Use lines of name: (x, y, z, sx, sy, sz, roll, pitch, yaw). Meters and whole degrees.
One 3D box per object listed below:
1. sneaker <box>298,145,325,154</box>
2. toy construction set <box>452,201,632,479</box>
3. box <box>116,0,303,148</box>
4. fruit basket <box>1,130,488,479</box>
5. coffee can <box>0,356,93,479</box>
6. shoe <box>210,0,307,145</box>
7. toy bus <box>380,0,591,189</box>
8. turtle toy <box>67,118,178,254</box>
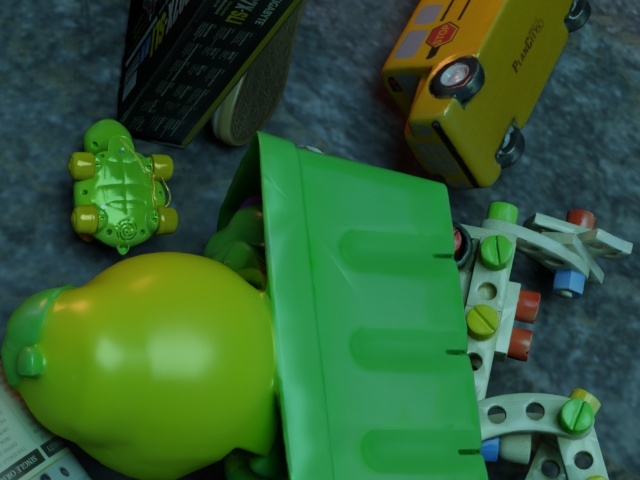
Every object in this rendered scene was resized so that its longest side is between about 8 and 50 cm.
sneaker: (0.000, 0.000, 1.542, 0.067, 0.064, 0.175, -22, 75, -9)
toy construction set: (0.183, 0.090, 1.527, 0.215, 0.151, 0.328, 11, 56, 7)
box: (-0.088, -0.258, 1.438, 0.079, 0.322, 0.257, 11, 67, -19)
fruit basket: (-0.069, 0.113, 1.321, 0.392, 0.283, 0.392, 4, 69, -10)
coffee can: (-0.259, 0.224, 1.253, 0.201, 0.201, 0.275, -36, 88, -30)
shoe: (-0.065, -0.184, 1.578, 0.058, 0.076, 0.219, 6, 63, 27)
toy bus: (0.163, -0.204, 1.627, 0.108, 0.130, 0.333, 53, 54, -37)
turtle toy: (-0.179, -0.048, 1.467, 0.095, 0.066, 0.130, 1, 70, -23)
